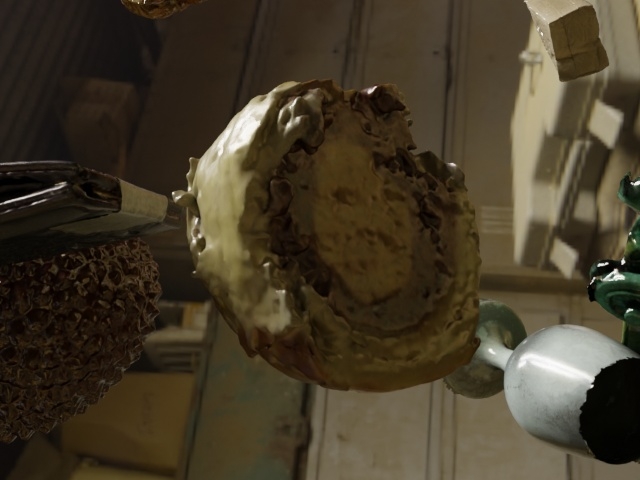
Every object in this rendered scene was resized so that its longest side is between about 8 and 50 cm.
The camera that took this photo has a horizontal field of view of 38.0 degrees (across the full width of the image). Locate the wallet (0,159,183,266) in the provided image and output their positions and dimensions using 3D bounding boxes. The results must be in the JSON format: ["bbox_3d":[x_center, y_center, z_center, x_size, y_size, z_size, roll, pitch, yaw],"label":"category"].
[{"bbox_3d":[-0.265,-0.012,0.746,0.221,0.262,0.072,32,-129,-77],"label":"wallet"}]

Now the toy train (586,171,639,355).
[{"bbox_3d":[0.394,0.072,0.914,0.150,0.237,0.369,-67,-25,-24],"label":"toy train"}]

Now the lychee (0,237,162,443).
[{"bbox_3d":[-0.347,0.082,1.137,0.306,0.306,0.330,14,-85,-84],"label":"lychee"}]

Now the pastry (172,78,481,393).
[{"bbox_3d":[0.006,0.006,0.743,0.256,0.170,0.237,-9,-96,-51],"label":"pastry"}]

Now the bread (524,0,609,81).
[{"bbox_3d":[0.380,-0.325,1.444,0.152,0.077,0.105,-93,-18,-61],"label":"bread"}]

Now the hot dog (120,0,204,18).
[{"bbox_3d":[-0.138,-0.419,1.167,0.117,0.158,0.349,46,-126,-30],"label":"hot dog"}]

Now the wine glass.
[{"bbox_3d":[0.227,0.138,0.939,0.241,0.126,0.127,-158,69,-66],"label":"wine glass"}]
